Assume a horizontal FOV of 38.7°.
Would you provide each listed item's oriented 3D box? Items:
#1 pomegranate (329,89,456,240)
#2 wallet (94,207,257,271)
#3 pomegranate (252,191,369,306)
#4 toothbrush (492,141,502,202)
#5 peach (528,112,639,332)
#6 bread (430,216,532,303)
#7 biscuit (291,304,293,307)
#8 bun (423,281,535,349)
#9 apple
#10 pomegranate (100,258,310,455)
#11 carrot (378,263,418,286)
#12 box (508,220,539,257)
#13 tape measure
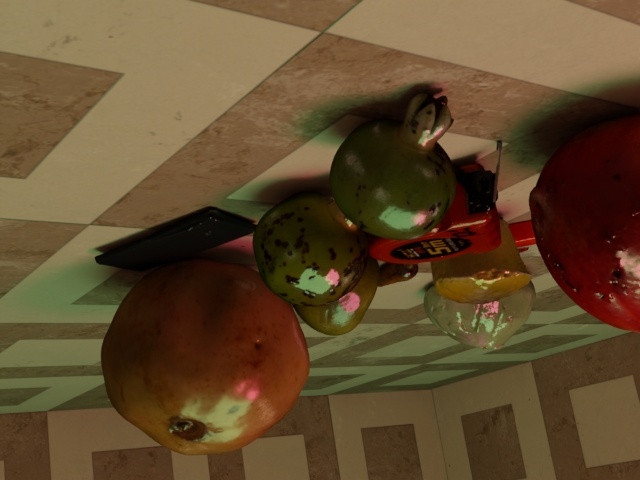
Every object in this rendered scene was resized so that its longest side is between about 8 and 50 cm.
[{"bbox_3d":[0.101,-0.107,1.267,0.179,0.211,0.179,1,-164,0],"label":"pomegranate"},{"bbox_3d":[-0.263,0.005,1.649,0.285,0.030,0.146,-19,164,27],"label":"wallet"},{"bbox_3d":[-0.002,-0.010,1.510,0.198,0.246,0.198,25,-178,-1],"label":"pomegranate"},{"bbox_3d":[0.278,-0.108,1.439,0.008,0.097,0.006,6,179,-25],"label":"toothbrush"},{"bbox_3d":[0.493,-0.024,1.404,0.369,0.370,0.370,-8,164,-2],"label":"peach"},{"bbox_3d":[0.315,0.042,1.822,0.197,0.171,0.197,-9,162,-3],"label":"bread"},{"bbox_3d":[-0.104,0.146,2.207,0.236,0.026,0.131,-13,161,16],"label":"biscuit"},{"bbox_3d":[0.415,0.191,2.348,0.293,0.187,0.293,-6,163,-2],"label":"bun"},{"bbox_3d":[0.026,0.086,1.804,0.156,0.197,0.196,23,153,-17],"label":"apple"},{"bbox_3d":[-0.218,0.215,1.803,0.411,0.412,0.411,-8,164,-2],"label":"pomegranate"},{"bbox_3d":[0.168,0.073,2.069,0.055,0.055,0.161,-1,169,-24],"label":"carrot"},{"bbox_3d":[0.427,0.001,1.970,0.100,0.048,0.152,-13,161,6],"label":"box"},{"bbox_3d":[0.193,-0.040,1.591,0.260,0.114,0.253,-9,164,15],"label":"tape measure"}]
